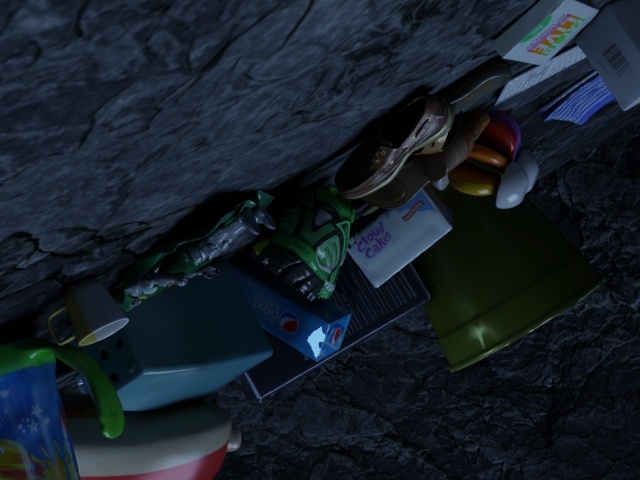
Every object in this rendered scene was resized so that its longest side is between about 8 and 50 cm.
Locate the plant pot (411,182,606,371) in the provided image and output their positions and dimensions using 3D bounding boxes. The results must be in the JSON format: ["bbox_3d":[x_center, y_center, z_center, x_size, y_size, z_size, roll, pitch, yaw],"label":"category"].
[{"bbox_3d":[0.335,0.027,1.688,0.366,0.353,0.366,-30,171,-5],"label":"plant pot"}]

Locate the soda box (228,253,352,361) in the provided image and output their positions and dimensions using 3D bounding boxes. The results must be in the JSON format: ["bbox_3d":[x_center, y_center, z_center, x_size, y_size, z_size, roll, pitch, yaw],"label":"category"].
[{"bbox_3d":[-0.060,0.101,1.264,0.067,0.210,0.071,-18,130,-54],"label":"soda box"}]

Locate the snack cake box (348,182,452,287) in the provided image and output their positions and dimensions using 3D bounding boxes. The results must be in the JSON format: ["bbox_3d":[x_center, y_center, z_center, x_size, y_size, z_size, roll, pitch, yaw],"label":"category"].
[{"bbox_3d":[0.134,-0.024,1.347,0.152,0.089,0.264,-38,-178,11],"label":"snack cake box"}]

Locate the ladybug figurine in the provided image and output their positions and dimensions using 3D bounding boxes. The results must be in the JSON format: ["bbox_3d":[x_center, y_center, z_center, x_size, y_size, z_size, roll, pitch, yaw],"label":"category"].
[{"bbox_3d":[-0.347,0.334,1.255,0.449,0.162,0.305,-2,179,5],"label":"ladybug figurine"}]

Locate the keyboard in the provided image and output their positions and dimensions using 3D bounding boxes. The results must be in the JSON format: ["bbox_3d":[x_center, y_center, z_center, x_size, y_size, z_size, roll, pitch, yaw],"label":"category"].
[{"bbox_3d":[0.377,-0.278,1.234,0.256,0.014,0.072,-29,171,-14],"label":"keyboard"}]

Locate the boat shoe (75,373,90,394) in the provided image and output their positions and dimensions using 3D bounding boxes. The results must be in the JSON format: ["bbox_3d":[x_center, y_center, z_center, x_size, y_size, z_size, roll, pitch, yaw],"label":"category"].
[{"bbox_3d":[-0.336,0.236,1.535,0.254,0.079,0.095,-24,172,-22],"label":"boat shoe"}]

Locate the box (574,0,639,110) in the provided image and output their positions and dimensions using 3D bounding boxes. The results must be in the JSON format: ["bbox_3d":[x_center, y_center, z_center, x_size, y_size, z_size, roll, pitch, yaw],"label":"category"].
[{"bbox_3d":[0.474,-0.285,1.137,0.170,0.130,0.091,-27,170,-19],"label":"box"}]

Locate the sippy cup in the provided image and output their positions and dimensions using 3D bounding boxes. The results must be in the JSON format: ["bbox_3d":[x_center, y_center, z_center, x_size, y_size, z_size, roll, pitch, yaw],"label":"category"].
[{"bbox_3d":[-0.391,0.261,0.950,0.240,0.224,0.305,-18,169,-47],"label":"sippy cup"}]

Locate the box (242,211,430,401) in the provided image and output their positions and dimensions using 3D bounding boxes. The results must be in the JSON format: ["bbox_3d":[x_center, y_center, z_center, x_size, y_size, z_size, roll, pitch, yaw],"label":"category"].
[{"bbox_3d":[-0.010,0.150,1.702,0.395,0.212,0.293,-30,172,-11],"label":"box"}]

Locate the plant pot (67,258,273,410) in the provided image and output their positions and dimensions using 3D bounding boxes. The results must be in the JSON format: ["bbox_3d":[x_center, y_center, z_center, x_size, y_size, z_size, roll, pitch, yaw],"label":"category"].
[{"bbox_3d":[-0.225,0.144,1.148,0.165,0.166,0.234,-35,165,28],"label":"plant pot"}]

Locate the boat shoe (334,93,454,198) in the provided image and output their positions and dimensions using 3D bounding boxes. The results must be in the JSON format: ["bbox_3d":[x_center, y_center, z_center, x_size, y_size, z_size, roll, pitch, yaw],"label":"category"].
[{"bbox_3d":[0.081,-0.120,1.001,0.178,0.064,0.060,-39,151,22],"label":"boat shoe"}]

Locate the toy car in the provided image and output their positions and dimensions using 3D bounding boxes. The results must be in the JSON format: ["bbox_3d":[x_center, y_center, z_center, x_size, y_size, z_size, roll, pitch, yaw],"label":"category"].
[{"bbox_3d":[0.267,-0.140,1.293,0.182,0.159,0.136,-34,139,-59],"label":"toy car"}]

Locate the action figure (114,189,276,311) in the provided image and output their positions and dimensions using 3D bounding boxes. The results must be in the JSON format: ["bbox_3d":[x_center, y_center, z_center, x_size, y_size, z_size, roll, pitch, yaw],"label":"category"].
[{"bbox_3d":[-0.165,0.024,0.992,0.232,0.064,0.137,-30,175,22],"label":"action figure"}]

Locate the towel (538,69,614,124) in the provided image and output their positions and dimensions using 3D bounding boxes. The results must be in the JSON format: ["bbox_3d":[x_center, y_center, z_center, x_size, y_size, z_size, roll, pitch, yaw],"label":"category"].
[{"bbox_3d":[0.583,-0.315,1.636,0.243,0.040,0.336,-36,170,27],"label":"towel"}]

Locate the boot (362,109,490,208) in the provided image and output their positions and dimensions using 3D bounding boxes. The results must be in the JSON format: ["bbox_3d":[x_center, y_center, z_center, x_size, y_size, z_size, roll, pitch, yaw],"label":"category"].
[{"bbox_3d":[0.153,-0.122,1.197,0.197,0.073,0.152,-15,-157,46],"label":"boot"}]

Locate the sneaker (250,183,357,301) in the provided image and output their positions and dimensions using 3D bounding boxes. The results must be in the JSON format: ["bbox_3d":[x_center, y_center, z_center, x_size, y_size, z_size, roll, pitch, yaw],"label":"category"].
[{"bbox_3d":[0.000,0.000,1.165,0.146,0.134,0.343,-51,-179,-1],"label":"sneaker"}]

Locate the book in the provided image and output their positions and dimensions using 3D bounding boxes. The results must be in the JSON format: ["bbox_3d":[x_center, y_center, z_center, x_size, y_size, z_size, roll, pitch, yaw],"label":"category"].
[{"bbox_3d":[0.271,-0.256,0.964,0.096,0.035,0.144,-41,166,31],"label":"book"}]

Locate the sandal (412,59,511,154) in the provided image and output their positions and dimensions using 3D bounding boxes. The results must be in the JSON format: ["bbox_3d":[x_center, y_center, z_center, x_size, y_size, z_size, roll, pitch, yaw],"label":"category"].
[{"bbox_3d":[0.162,-0.154,1.062,0.219,0.060,0.090,-32,171,10],"label":"sandal"}]

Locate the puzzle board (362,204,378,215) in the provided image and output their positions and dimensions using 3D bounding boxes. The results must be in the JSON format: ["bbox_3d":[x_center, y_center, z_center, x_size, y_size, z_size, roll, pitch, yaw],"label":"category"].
[{"bbox_3d":[0.142,-0.091,1.516,0.096,0.011,0.128,-23,168,-36],"label":"puzzle board"}]

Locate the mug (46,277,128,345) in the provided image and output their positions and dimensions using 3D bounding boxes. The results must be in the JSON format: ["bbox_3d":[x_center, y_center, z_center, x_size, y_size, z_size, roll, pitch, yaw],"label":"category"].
[{"bbox_3d":[-0.270,0.082,0.932,0.078,0.064,0.062,-22,168,-43],"label":"mug"}]
